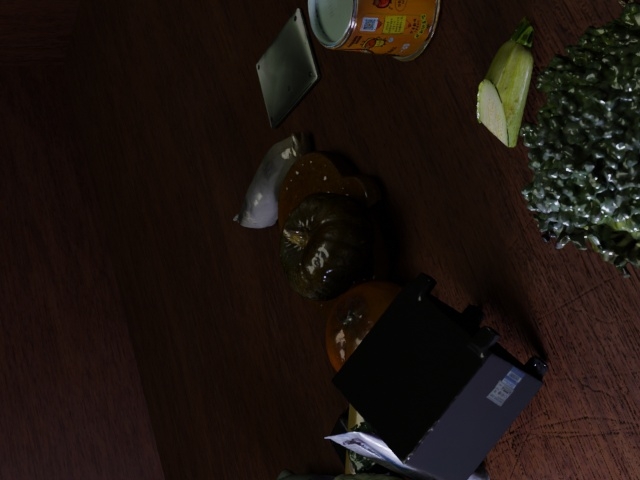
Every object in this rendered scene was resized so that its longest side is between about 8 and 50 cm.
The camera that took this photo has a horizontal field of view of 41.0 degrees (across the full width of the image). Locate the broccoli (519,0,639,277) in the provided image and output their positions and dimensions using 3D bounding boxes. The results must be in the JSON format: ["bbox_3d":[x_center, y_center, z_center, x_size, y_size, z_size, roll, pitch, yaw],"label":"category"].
[{"bbox_3d":[0.411,-0.105,0.979,0.324,0.272,0.334,33,114,47],"label":"broccoli"}]

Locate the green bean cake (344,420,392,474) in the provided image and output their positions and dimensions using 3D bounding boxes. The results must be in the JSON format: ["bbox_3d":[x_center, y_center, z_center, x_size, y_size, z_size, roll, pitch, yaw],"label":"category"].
[{"bbox_3d":[0.159,0.341,1.599,0.208,0.194,0.107,-65,37,41],"label":"green bean cake"}]

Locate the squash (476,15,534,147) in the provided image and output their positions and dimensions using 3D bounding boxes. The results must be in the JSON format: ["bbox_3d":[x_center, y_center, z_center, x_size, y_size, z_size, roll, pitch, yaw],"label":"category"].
[{"bbox_3d":[0.293,-0.253,1.352,0.090,0.075,0.200,-100,16,-67],"label":"squash"}]

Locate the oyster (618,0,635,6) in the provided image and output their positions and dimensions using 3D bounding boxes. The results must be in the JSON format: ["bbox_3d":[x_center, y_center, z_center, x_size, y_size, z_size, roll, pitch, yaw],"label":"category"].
[{"bbox_3d":[0.411,-0.360,1.166,0.051,0.034,0.093,11,94,43],"label":"oyster"}]

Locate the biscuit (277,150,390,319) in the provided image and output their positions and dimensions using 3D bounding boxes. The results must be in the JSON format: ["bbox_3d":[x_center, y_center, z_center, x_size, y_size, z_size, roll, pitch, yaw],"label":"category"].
[{"bbox_3d":[0.037,-0.020,1.856,0.350,0.070,0.394,-47,56,46],"label":"biscuit"}]

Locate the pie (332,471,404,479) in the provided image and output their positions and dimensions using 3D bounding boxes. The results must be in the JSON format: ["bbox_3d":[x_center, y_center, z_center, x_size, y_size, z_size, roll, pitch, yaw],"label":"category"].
[{"bbox_3d":[0.160,0.492,1.556,0.306,0.307,0.071,-39,28,57],"label":"pie"}]

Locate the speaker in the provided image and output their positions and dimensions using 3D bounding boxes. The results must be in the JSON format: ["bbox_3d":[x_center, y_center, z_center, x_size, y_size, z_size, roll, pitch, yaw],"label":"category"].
[{"bbox_3d":[0.197,0.226,1.420,0.254,0.184,0.232,-53,42,5],"label":"speaker"}]

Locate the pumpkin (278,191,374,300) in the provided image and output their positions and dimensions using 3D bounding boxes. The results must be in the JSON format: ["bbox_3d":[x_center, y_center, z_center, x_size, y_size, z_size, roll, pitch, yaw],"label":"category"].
[{"bbox_3d":[0.000,0.000,1.693,0.219,0.162,0.218,-31,49,44],"label":"pumpkin"}]

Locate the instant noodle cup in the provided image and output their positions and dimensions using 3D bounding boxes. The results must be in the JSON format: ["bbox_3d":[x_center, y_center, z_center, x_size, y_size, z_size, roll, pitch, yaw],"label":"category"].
[{"bbox_3d":[0.090,-0.437,1.570,0.216,0.172,0.215,24,118,57],"label":"instant noodle cup"}]

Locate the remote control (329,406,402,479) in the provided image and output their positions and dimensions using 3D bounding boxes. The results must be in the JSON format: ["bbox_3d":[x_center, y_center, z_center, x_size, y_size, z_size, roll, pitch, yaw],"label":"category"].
[{"bbox_3d":[0.128,0.539,1.820,0.398,0.062,0.144,56,140,38],"label":"remote control"}]

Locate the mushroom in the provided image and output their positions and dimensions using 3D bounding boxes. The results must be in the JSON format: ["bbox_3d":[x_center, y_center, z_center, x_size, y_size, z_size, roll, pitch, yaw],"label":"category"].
[{"bbox_3d":[-0.117,-0.140,2.079,0.351,0.097,0.109,-57,49,45],"label":"mushroom"}]

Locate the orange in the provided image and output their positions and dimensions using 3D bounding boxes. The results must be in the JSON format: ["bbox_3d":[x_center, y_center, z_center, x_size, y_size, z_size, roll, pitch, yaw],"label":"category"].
[{"bbox_3d":[0.105,0.181,1.642,0.224,0.170,0.224,-30,44,35],"label":"orange"}]

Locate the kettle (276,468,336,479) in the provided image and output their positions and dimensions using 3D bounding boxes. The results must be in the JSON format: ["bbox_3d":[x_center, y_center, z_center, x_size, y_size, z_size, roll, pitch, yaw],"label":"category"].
[{"bbox_3d":[-0.037,0.662,2.031,0.236,0.161,0.221,-24,71,62],"label":"kettle"}]

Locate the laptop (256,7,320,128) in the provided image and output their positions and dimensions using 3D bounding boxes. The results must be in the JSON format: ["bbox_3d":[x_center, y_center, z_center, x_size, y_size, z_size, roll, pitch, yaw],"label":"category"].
[{"bbox_3d":[-0.084,-0.405,2.042,0.269,0.015,0.187,-37,63,57],"label":"laptop"}]

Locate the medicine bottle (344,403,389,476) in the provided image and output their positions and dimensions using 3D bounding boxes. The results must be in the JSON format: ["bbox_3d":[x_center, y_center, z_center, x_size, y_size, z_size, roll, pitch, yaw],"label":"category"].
[{"bbox_3d":[0.090,0.499,1.732,0.108,0.108,0.425,-4,80,61],"label":"medicine bottle"}]

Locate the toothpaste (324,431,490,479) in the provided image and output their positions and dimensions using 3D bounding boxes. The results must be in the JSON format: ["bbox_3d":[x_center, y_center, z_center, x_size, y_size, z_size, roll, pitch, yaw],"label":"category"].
[{"bbox_3d":[0.158,0.387,1.506,0.114,0.299,0.073,-31,38,61],"label":"toothpaste"}]
